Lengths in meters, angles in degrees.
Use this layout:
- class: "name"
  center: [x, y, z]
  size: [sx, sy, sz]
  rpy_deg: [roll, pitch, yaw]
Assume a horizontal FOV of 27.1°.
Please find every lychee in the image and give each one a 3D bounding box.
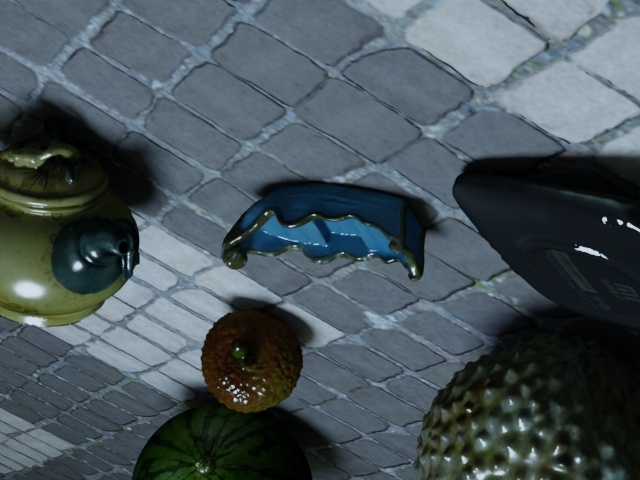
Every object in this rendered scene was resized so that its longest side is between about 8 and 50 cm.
- class: "lychee"
  center: [-0.075, 0.130, 1.439]
  size: [0.114, 0.114, 0.146]
  rpy_deg: [20, 174, 6]
- class: "lychee"
  center: [0.213, 0.204, 1.221]
  size: [0.255, 0.255, 0.274]
  rpy_deg: [15, 124, 17]

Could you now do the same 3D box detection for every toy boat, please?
- class: "toy boat"
  center: [0.000, 0.000, 1.160]
  size: [0.185, 0.077, 0.075]
  rpy_deg: [9, 152, 26]

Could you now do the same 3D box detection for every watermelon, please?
- class: "watermelon"
  center: [-0.126, 0.329, 1.721]
  size: [0.242, 0.242, 0.242]
  rpy_deg: [18, 154, 9]

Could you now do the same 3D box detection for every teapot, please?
- class: "teapot"
  center: [-0.265, -0.032, 1.255]
  size: [0.269, 0.173, 0.182]
  rpy_deg: [34, 128, 38]

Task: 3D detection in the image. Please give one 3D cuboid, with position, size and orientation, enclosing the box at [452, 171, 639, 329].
- class: "box"
  center: [0.217, 0.019, 1.042]
  size: [0.201, 0.042, 0.212]
  rpy_deg: [11, 156, 43]
